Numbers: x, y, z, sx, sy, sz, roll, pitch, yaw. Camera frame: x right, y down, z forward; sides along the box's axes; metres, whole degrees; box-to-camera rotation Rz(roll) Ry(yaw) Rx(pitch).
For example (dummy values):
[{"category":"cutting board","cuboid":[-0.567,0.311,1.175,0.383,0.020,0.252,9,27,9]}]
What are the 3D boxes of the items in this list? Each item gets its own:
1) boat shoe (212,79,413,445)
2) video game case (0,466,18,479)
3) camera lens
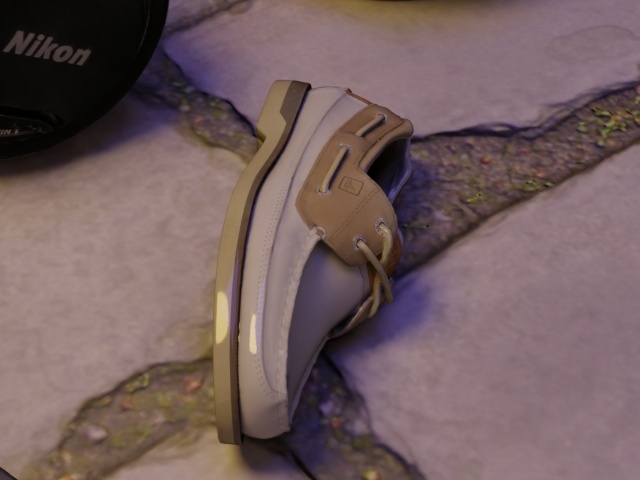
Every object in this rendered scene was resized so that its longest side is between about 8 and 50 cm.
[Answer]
[{"category":"boat shoe","cuboid":[0.000,0.000,0.792,0.103,0.113,0.302,6,44,5]},{"category":"video game case","cuboid":[-0.223,0.186,0.635,0.274,0.026,0.196,31,49,19]},{"category":"camera lens","cuboid":[-0.252,-0.207,0.879,0.219,0.219,0.274,-23,54,-28]}]
